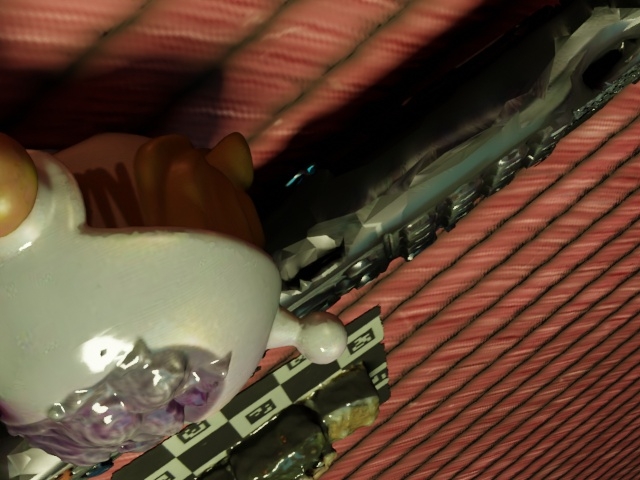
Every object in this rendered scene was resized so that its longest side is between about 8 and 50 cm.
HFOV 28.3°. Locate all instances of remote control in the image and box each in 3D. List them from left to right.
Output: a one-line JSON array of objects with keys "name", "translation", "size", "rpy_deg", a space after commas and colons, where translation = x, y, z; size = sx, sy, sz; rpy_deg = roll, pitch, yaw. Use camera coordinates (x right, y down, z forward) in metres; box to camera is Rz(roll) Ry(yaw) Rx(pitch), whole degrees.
[{"name": "remote control", "translation": [0.000, 0.000, 0.647], "size": [0.399, 0.062, 0.144], "rpy_deg": [-35, 171, -1]}]

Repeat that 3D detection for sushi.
[{"name": "sushi", "translation": [-0.026, 0.158, 0.912], "size": [0.215, 0.050, 0.192], "rpy_deg": [-33, 154, -10]}]

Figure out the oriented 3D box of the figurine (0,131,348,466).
[{"name": "figurine", "translation": [-0.138, 0.035, 0.474], "size": [0.274, 0.133, 0.194], "rpy_deg": [-14, 160, -36]}]
